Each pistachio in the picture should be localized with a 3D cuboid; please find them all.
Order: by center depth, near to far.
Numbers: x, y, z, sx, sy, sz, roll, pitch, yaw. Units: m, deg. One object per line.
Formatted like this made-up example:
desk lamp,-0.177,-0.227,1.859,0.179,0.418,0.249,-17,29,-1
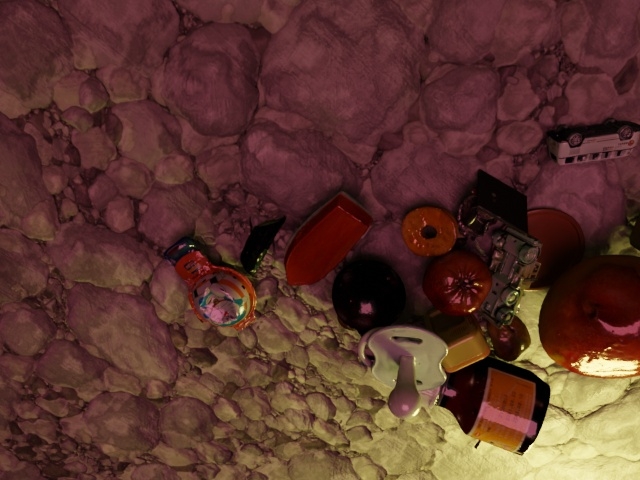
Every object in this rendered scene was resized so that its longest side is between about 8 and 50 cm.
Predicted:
pistachio,0.558,0.287,1.274,0.110,0.100,0.190,-17,110,16

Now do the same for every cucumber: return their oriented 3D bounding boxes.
cucumber,-0.179,0.006,1.251,0.070,0.046,0.220,32,113,0

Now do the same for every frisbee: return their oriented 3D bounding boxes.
frisbee,0.601,0.028,1.202,0.250,0.021,0.251,2,113,5

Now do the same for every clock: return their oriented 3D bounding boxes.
clock,0.380,0.262,1.223,0.143,0.202,0.096,-28,107,16

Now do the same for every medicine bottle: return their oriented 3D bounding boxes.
medicine bottle,0.434,0.440,1.277,0.394,0.242,0.243,19,115,19

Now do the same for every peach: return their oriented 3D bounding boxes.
peach,0.725,0.187,1.082,0.371,0.290,0.373,5,152,3

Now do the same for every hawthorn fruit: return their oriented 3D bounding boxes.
hawthorn fruit,0.366,0.116,1.182,0.178,0.200,0.179,-1,82,5

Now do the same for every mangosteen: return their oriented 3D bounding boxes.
mangosteen,0.124,0.176,1.218,0.211,0.211,0.250,19,131,-3

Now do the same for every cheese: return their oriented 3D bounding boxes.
cheese,-0.320,0.135,1.270,0.216,0.129,0.329,-33,107,16

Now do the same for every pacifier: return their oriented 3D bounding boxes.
pacifier,0.206,0.340,1.102,0.238,0.226,0.287,2,129,11

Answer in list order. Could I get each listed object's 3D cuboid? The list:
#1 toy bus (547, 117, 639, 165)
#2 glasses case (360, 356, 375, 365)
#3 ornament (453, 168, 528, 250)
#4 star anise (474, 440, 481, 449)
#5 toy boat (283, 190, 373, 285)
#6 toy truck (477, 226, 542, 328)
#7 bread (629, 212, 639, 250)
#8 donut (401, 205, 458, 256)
toy bus,0.660,-0.237,1.049,0.193,0.087,0.089,-7,120,8
glasses case,0.170,0.392,1.396,0.083,0.023,0.034,11,119,2
ornament,0.417,-0.052,1.157,0.166,0.153,0.196,29,136,-7
star anise,0.542,0.550,1.400,0.234,0.073,0.177,-41,92,10
toy boat,0.000,0.000,1.193,0.145,0.133,0.332,34,123,-15
toy truck,0.522,0.097,1.178,0.135,0.128,0.260,-2,114,-23
bread,0.878,0.010,1.052,0.185,0.257,0.124,21,106,18
donut,0.295,-0.027,1.157,0.151,0.058,0.152,14,113,34
